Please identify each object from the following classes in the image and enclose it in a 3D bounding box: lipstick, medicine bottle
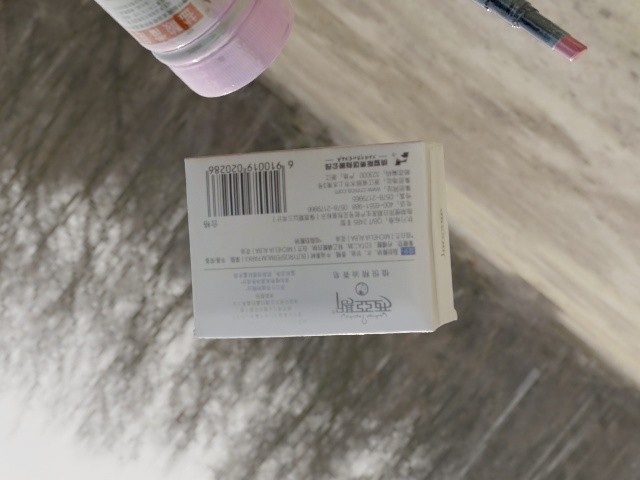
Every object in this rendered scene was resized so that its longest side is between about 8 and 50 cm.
[{"bbox_3d":[0.298,-0.330,1.846,0.234,0.053,0.053,41,-178,32],"label":"lipstick"},{"bbox_3d":[-0.204,-0.366,1.756,0.316,0.202,0.202,42,179,-37],"label":"medicine bottle"}]

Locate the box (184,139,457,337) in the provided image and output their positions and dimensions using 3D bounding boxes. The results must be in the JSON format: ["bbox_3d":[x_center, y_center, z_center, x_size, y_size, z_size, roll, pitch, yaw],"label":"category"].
[{"bbox_3d":[0.000,0.000,1.398,0.274,0.203,0.116,-4,-178,17],"label":"box"}]
